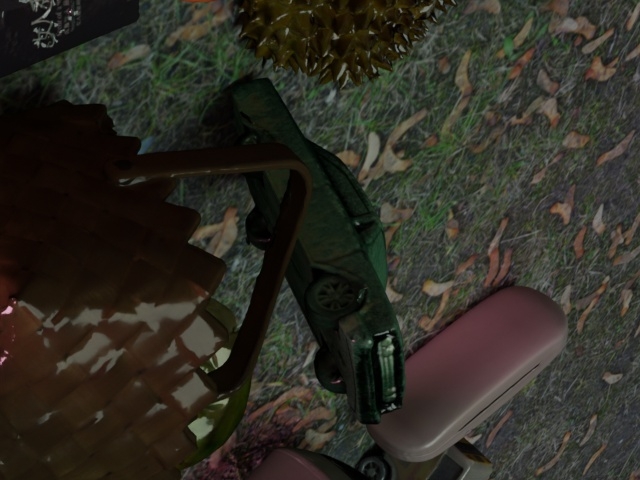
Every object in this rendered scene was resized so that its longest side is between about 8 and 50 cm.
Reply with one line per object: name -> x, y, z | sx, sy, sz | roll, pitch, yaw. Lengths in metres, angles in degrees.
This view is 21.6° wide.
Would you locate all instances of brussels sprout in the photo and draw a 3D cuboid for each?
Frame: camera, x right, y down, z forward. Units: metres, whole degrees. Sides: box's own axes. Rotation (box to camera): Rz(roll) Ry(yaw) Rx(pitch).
brussels sprout -> -0.141, 0.136, 1.608 | 0.161, 0.144, 0.180 | 30, 113, -24

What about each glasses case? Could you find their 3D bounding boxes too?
glasses case -> 0.182, 0.162, 2.074 | 0.297, 0.113, 0.075 | -37, 144, -22

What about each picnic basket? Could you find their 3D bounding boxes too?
picnic basket -> -0.171, 0.040, 1.317 | 0.321, 0.291, 0.254 | -7, 128, -34

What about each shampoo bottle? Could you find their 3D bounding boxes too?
shampoo bottle -> -0.271, -0.154, 1.200 | 0.309, 0.071, 0.098 | -28, 145, -30

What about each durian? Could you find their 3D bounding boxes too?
durian -> 0.043, -0.232, 1.471 | 0.249, 0.138, 0.183 | -50, 158, 9

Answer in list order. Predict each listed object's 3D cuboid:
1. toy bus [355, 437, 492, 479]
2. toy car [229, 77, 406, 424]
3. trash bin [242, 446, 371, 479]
toy bus -> 0.078, 0.387, 2.152 | 0.342, 0.138, 0.097 | -58, 151, 8
toy car -> 0.000, 0.000, 1.474 | 0.097, 0.320, 0.141 | -19, 141, -10
trash bin -> -0.082, 0.432, 1.867 | 0.432, 0.280, 0.280 | -35, 146, -18
